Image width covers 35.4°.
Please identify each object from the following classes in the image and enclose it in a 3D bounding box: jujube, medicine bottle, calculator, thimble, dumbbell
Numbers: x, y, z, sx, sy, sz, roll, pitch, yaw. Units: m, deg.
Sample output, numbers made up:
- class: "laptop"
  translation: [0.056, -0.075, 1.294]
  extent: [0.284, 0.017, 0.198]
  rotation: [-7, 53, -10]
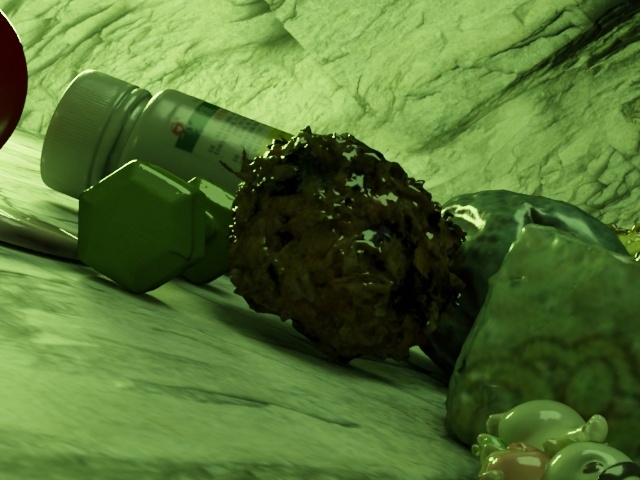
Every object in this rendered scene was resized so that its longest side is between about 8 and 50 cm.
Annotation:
- class: "jujube"
  translation: [0.210, 0.063, 1.144]
  extent: [0.246, 0.215, 0.308]
  rotation: [57, -16, -5]
- class: "medicine bottle"
  translation: [-0.193, -0.096, 1.386]
  extent: [0.340, 0.208, 0.208]
  rotation: [22, 2, 2]
- class: "calculator"
  translation: [-0.277, -0.012, 0.923]
  extent: [0.103, 0.024, 0.166]
  rotation: [24, 2, 43]
- class: "thimble"
  translation: [0.254, 0.111, 0.822]
  extent: [0.291, 0.195, 0.291]
  rotation: [23, 1, -1]
- class: "dumbbell"
  translation: [-0.146, -0.012, 1.012]
  extent: [0.121, 0.108, 0.302]
  rotation: [31, 3, 7]

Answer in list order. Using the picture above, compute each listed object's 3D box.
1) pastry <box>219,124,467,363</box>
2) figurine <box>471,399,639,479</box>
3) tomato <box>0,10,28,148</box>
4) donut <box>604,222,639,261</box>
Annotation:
- class: "pastry"
  translation: [0.033, -0.010, 0.984]
  extent: [0.275, 0.193, 0.275]
  rotation: [21, 28, -11]
- class: "figurine"
  translation: [0.141, 0.153, 0.589]
  extent: [0.098, 0.081, 0.146]
  rotation: [-22, 11, -1]
- class: "tomato"
  translation: [-0.485, -0.209, 1.152]
  extent: [0.299, 0.226, 0.298]
  rotation: [25, 3, -1]
- class: "donut"
  translation: [0.320, 0.095, 1.347]
  extent: [0.345, 0.259, 0.136]
  rotation: [12, 27, 37]
